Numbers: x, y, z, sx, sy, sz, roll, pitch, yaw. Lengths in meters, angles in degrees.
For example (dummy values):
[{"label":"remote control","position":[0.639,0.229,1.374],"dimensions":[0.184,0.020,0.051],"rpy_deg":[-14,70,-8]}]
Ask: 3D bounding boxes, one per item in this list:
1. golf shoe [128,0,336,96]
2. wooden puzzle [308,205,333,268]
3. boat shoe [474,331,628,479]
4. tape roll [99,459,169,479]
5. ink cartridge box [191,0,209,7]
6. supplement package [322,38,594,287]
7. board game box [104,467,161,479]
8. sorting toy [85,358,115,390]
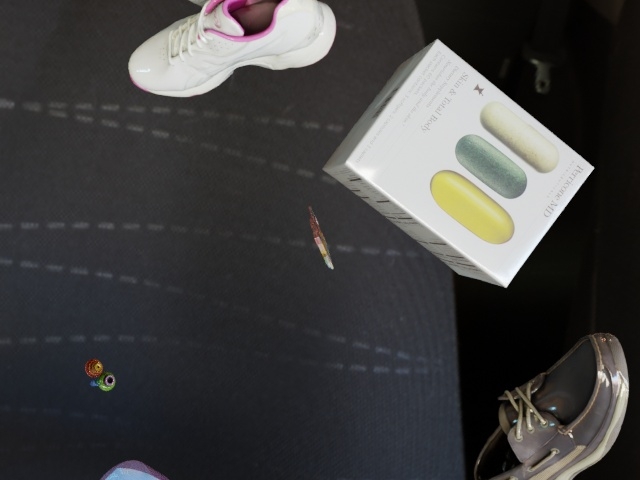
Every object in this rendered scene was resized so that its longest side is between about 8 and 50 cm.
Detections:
[{"label":"golf shoe","position":[-0.139,-0.279,1.127],"dimensions":[0.306,0.115,0.140],"rpy_deg":[-12,-15,19]},{"label":"wooden puzzle","position":[0.000,0.000,0.956],"dimensions":[0.006,0.049,0.083],"rpy_deg":[-21,37,5]},{"label":"boat shoe","position":[0.325,0.273,1.221],"dimensions":[0.130,0.355,0.132],"rpy_deg":[9,36,-11]},{"label":"tape roll","position":[-0.408,0.574,1.801],"dimensions":[0.080,0.189,0.189],"rpy_deg":[47,11,-40]},{"label":"ink cartridge box","position":[-0.182,-0.431,1.189],"dimensions":[0.208,0.087,0.153],"rpy_deg":[21,65,-37]},{"label":"supplement package","position":[0.176,-0.099,1.141],"dimensions":[0.263,0.199,0.198],"rpy_deg":[37,-3,-8]},{"label":"board game box","position":[-0.209,0.328,0.916],"dimensions":[0.133,0.169,0.033],"rpy_deg":[46,6,3]},{"label":"sorting toy","position":[-0.580,0.359,2.229],"dimensions":[0.102,0.042,0.061],"rpy_deg":[47,50,-21]}]
